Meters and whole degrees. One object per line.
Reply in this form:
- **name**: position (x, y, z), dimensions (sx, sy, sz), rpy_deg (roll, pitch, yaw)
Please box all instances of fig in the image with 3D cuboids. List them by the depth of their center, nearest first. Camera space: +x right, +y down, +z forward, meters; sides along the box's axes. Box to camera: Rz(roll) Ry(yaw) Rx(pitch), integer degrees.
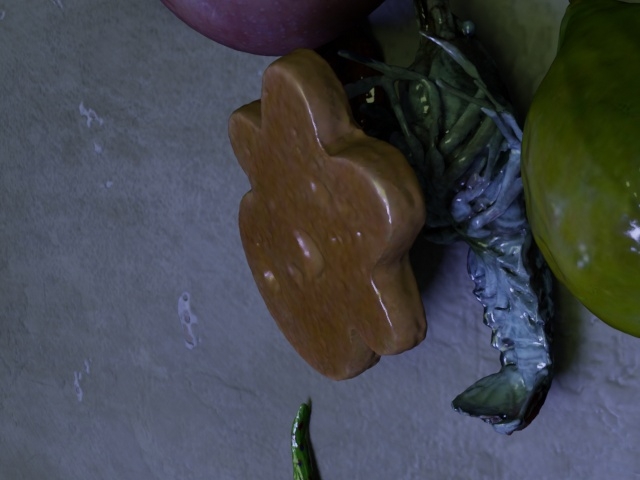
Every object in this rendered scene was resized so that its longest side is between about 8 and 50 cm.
- **fig**: position (0.256, -0.057, 0.597), dimensions (0.314, 0.233, 0.233), rpy_deg (-93, 21, -64)

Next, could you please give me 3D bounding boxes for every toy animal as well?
- **toy animal**: position (-0.032, 0.305, 0.985), dimensions (0.075, 0.041, 0.216), rpy_deg (-9, 86, 42)

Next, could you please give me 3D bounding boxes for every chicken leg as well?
- **chicken leg**: position (-0.008, -0.087, 0.891), dimensions (0.177, 0.083, 0.322), rpy_deg (4, 97, 51)

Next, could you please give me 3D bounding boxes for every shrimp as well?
- **shrimp**: position (0.123, -0.039, 0.725), dimensions (0.410, 0.166, 0.221), rpy_deg (66, 155, -4)

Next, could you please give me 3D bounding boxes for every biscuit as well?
- **biscuit**: position (0.002, -0.001, 0.737), dimensions (0.275, 0.052, 0.355), rpy_deg (53, 155, 26)

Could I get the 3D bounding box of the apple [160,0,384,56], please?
- **apple**: position (-0.048, -0.309, 0.707), dimensions (0.306, 0.235, 0.305), rpy_deg (7, 123, 11)
